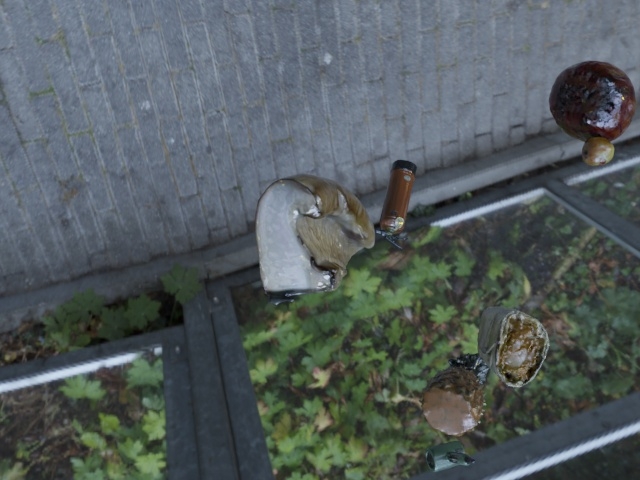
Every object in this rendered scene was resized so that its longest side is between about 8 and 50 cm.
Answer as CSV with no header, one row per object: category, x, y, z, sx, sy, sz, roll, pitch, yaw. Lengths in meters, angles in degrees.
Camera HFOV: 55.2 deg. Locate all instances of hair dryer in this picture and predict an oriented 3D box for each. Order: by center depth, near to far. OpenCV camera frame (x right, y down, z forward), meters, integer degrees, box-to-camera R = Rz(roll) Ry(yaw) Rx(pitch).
hair dryer,0.260,0.412,1.167,0.071,0.150,0.048,-11,76,-16

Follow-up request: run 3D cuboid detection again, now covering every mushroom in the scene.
mushroom,-0.001,-0.044,1.651,0.224,0.397,0.314,-5,104,28

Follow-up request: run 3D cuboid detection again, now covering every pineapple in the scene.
pineapple,0.362,0.365,1.556,0.157,0.278,0.158,12,115,26

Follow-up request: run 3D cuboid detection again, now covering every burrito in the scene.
burrito,0.408,0.220,1.330,0.105,0.299,0.143,23,91,5

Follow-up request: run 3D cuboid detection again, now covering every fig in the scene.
fig,0.775,-0.382,1.727,0.224,0.224,0.263,-45,119,8

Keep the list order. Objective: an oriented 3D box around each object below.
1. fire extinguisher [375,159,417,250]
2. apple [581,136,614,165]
fire extinguisher,0.144,-0.065,1.138,0.062,0.177,0.050,16,154,-3
apple,0.763,-0.244,1.684,0.071,0.084,0.084,1,116,-2
